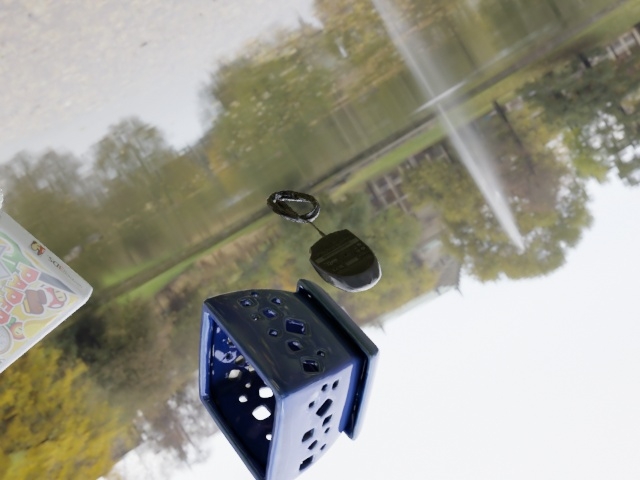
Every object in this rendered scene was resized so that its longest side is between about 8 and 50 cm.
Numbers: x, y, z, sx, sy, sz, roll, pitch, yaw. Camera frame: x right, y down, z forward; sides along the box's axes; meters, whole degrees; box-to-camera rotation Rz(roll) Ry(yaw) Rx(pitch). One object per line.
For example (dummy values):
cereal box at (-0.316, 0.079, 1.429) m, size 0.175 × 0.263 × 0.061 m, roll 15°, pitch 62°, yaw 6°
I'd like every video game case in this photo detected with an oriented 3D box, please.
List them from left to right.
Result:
video game case at (-0.351, 0.041, 0.768) m, size 0.227 × 0.206 × 0.026 m, roll -37°, pitch -159°, yaw 22°

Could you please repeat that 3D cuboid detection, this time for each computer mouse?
computer mouse at (0.000, 0.000, 1.109) m, size 0.071 × 0.041 × 0.242 m, roll -28°, pitch -141°, yaw -14°

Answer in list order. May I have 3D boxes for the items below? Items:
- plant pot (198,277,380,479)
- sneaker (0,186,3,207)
plant pot at (-0.045, 0.210, 1.364) m, size 0.212 × 0.236 × 0.235 m, roll -18°, pitch 135°, yaw -31°
sneaker at (-0.375, -0.034, 0.960) m, size 0.031 × 0.083 × 0.035 m, roll -14°, pitch 153°, yaw 30°
